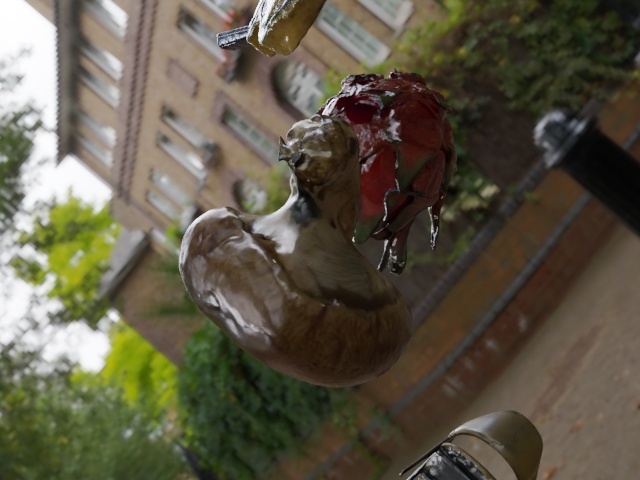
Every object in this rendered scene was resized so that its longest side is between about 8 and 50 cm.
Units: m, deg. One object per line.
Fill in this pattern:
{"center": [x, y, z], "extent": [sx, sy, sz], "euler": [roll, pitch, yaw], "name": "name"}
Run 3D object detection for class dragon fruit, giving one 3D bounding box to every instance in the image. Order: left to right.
{"center": [0.075, -0.093, 1.555], "extent": [0.193, 0.192, 0.274], "euler": [81, -163, -75], "name": "dragon fruit"}

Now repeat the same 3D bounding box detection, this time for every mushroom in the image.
{"center": [-0.006, 0.037, 1.283], "extent": [0.254, 0.267, 0.267], "euler": [-35, 3, 25], "name": "mushroom"}

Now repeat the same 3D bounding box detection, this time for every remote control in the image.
{"center": [-0.098, -0.303, 1.817], "extent": [0.043, 0.027, 0.152], "euler": [7, -9, -40], "name": "remote control"}

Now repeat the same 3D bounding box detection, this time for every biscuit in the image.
{"center": [-0.016, -0.352, 1.539], "extent": [0.287, 0.057, 0.344], "euler": [-50, 17, 44], "name": "biscuit"}

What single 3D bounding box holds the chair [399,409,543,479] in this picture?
{"center": [0.225, 0.383, 1.909], "extent": [0.247, 0.158, 0.172], "euler": [-28, -27, -46], "name": "chair"}
